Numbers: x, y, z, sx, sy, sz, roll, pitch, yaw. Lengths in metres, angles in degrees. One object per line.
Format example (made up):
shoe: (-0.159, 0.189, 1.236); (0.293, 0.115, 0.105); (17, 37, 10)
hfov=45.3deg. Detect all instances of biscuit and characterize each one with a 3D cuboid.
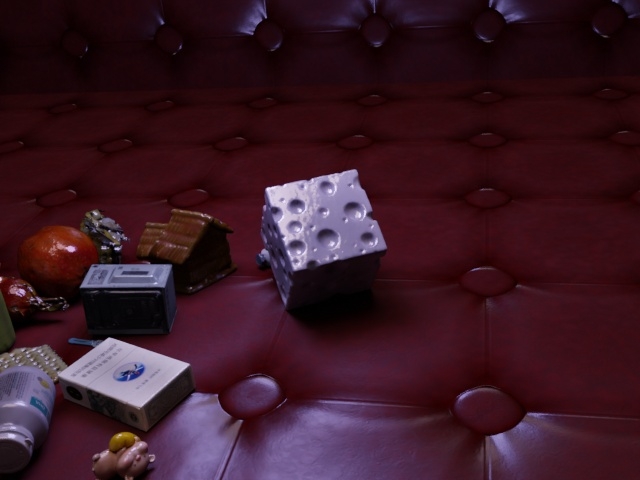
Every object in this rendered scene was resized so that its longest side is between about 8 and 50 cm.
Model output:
biscuit: (-0.688, 0.301, 1.825); (0.144, 0.016, 0.203); (-25, 34, -31)

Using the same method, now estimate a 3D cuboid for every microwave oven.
microwave oven: (-0.478, 0.147, 1.924); (0.208, 0.162, 0.122); (-1, 29, 0)

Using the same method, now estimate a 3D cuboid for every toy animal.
toy animal: (-0.377, 0.422, 1.472); (0.114, 0.091, 0.082); (-25, 48, -35)

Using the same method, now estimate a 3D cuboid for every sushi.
sushi: (-0.650, 0.012, 2.270); (0.131, 0.139, 0.291); (1, 22, -33)

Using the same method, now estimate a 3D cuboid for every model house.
model house: (-0.367, 0.011, 2.093); (0.199, 0.229, 0.220); (19, 35, 28)

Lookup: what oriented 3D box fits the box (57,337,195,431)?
box: (-0.428, 0.312, 1.699); (0.257, 0.069, 0.164); (12, 33, 31)

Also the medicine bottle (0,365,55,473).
medicine bottle: (-0.621, 0.366, 1.564); (0.135, 0.135, 0.215); (-9, 28, -6)

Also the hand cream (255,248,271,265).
hand cream: (-0.081, 0.025, 2.205); (0.234, 0.050, 0.080); (-19, 26, -35)

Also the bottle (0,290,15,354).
bottle: (-0.829, 0.154, 1.865); (0.112, 0.260, 0.112); (-4, 28, 2)

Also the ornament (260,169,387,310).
ornament: (0.000, 0.000, 1.929); (0.239, 0.240, 0.239); (-14, 65, -14)

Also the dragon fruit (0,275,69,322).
dragon fruit: (-0.767, 0.159, 2.000); (0.246, 0.125, 0.125); (7, 27, 10)

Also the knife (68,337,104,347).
knife: (-0.583, 0.251, 1.903); (0.096, 0.010, 0.027); (3, 29, 17)

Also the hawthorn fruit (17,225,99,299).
hawthorn fruit: (-0.693, 0.066, 2.087); (0.253, 0.205, 0.205); (16, 34, 23)
